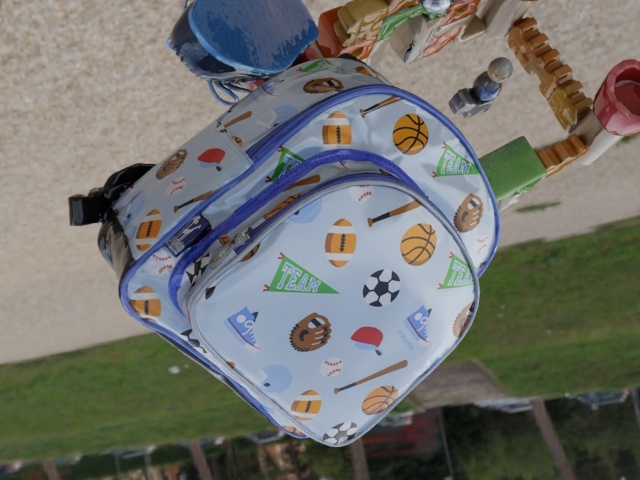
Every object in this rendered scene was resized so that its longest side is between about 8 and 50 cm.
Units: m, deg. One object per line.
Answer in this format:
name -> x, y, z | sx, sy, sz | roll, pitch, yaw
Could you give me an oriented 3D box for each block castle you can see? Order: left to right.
block castle -> 0.156, -0.173, 1.029 | 0.453, 0.303, 0.213 | -27, 167, -18

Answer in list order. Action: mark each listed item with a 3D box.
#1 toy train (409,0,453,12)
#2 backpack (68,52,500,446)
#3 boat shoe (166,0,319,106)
toy train -> 0.108, -0.303, 0.810 | 0.080, 0.184, 0.105 | 1, 153, 7
backpack -> 0.000, 0.000, 0.667 | 0.263, 0.276, 0.213 | -47, -142, -4
boat shoe -> -0.074, -0.177, 0.828 | 0.089, 0.109, 0.258 | -28, -179, 24
